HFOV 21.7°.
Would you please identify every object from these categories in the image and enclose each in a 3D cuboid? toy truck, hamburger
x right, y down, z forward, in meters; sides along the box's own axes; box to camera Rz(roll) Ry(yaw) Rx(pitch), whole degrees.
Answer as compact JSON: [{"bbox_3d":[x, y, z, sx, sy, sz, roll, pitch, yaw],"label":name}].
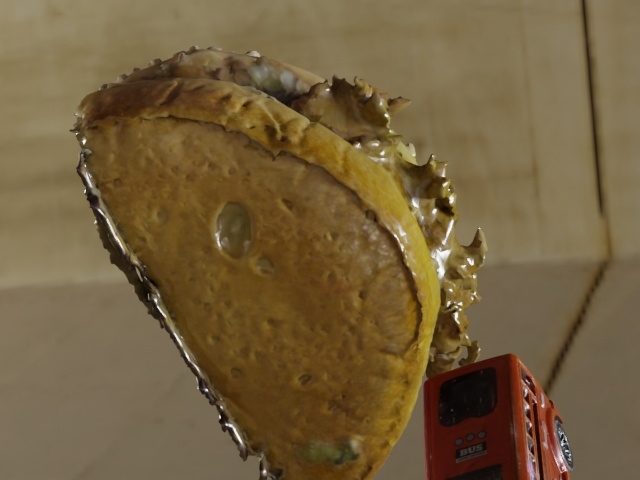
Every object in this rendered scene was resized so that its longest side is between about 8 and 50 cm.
[{"bbox_3d":[0.136,0.213,1.294,0.107,0.114,0.253,-19,-144,17],"label":"toy truck"},{"bbox_3d":[0.000,0.000,1.533,0.287,0.446,0.268,-23,-163,18],"label":"hamburger"}]
